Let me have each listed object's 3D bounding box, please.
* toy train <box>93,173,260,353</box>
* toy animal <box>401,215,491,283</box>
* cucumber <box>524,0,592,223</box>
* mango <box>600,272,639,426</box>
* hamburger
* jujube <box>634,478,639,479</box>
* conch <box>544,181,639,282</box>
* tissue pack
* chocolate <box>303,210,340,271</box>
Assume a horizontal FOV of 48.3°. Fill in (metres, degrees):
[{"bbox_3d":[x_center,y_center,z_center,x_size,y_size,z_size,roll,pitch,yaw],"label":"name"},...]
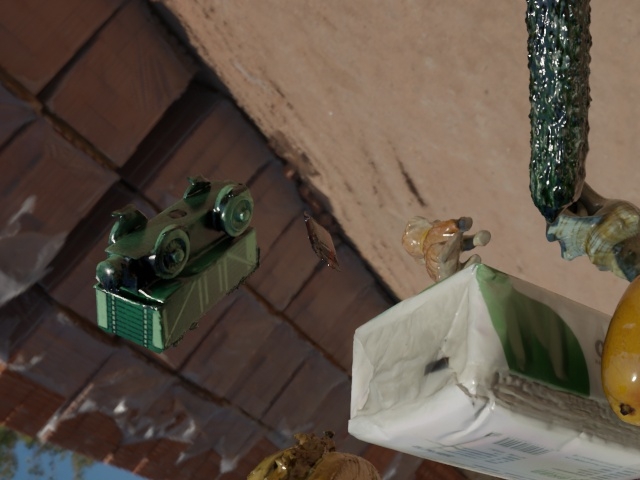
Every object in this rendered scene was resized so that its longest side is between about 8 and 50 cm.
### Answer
[{"bbox_3d":[-0.168,0.016,0.892,0.115,0.269,0.154,13,121,22],"label":"toy train"},{"bbox_3d":[0.206,0.033,1.378,0.104,0.184,0.185,41,166,-33],"label":"toy animal"},{"bbox_3d":[0.346,-0.201,1.036,0.096,0.096,0.360,-165,70,-67],"label":"cucumber"},{"bbox_3d":[0.230,0.071,0.487,0.080,0.114,0.060,30,166,-26],"label":"mango"},{"bbox_3d":[-0.046,0.563,1.508,0.268,0.445,0.287,-4,108,29],"label":"hamburger"},{"bbox_3d":[0.611,0.476,1.219,0.223,0.223,0.318,35,131,20],"label":"jujube"},{"bbox_3d":[0.568,-0.033,1.528,0.203,0.170,0.386,-2,-148,-25],"label":"conch"},{"bbox_3d":[0.247,0.191,0.924,0.356,0.194,0.266,21,148,-23],"label":"tissue pack"},{"bbox_3d":[0.000,0.000,1.520,0.086,0.028,0.182,38,-165,-28],"label":"chocolate"}]
